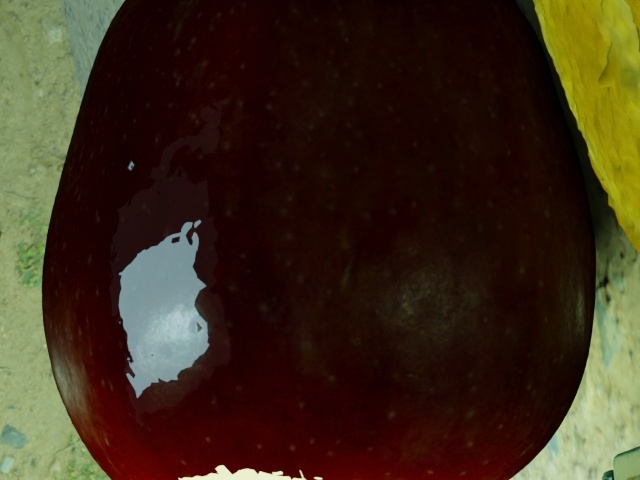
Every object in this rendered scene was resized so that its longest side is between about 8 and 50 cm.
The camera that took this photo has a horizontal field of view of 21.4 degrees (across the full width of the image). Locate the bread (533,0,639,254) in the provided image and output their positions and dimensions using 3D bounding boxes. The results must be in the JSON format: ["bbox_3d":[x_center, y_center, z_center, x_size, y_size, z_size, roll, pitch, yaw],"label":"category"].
[{"bbox_3d":[0.142,-0.093,0.504,0.268,0.146,0.268,165,90,-90],"label":"bread"}]

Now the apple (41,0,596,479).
[{"bbox_3d":[0.000,0.000,0.875,0.288,0.288,0.316,-171,83,-74],"label":"apple"}]

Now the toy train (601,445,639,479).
[{"bbox_3d":[0.164,0.160,0.798,0.194,0.081,0.125,127,140,-73],"label":"toy train"}]
